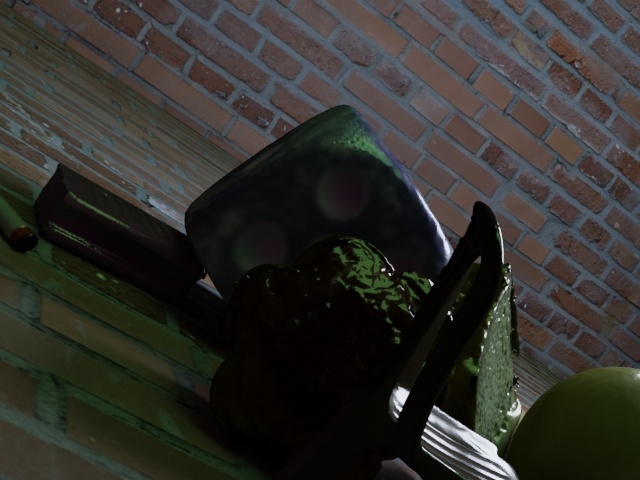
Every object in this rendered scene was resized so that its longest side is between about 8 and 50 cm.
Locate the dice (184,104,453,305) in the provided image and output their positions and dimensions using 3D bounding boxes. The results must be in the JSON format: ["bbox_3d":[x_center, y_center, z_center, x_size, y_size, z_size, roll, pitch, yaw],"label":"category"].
[{"bbox_3d":[0.000,0.000,1.183,0.271,0.270,0.270,56,2,-11],"label":"dice"}]

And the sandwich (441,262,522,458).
[{"bbox_3d":[0.181,0.183,1.099,0.087,0.226,0.251,5,-49,23],"label":"sandwich"}]

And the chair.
[{"bbox_3d":[0.107,0.152,0.742,0.183,0.326,0.175,36,9,-1],"label":"chair"}]

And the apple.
[{"bbox_3d":[0.350,0.309,1.122,0.233,0.258,0.295,8,-50,37],"label":"apple"}]

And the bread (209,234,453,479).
[{"bbox_3d":[0.007,0.110,0.895,0.232,0.246,0.135,44,-10,-9],"label":"bread"}]

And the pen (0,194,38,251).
[{"bbox_3d":[-0.377,-0.057,0.994,0.218,0.026,0.026,40,8,30],"label":"pen"}]

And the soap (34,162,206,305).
[{"bbox_3d":[-0.249,-0.007,1.116,0.203,0.065,0.122,33,8,-32],"label":"soap"}]

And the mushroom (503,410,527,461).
[{"bbox_3d":[0.284,0.315,1.357,0.166,0.127,0.166,19,-9,3],"label":"mushroom"}]
